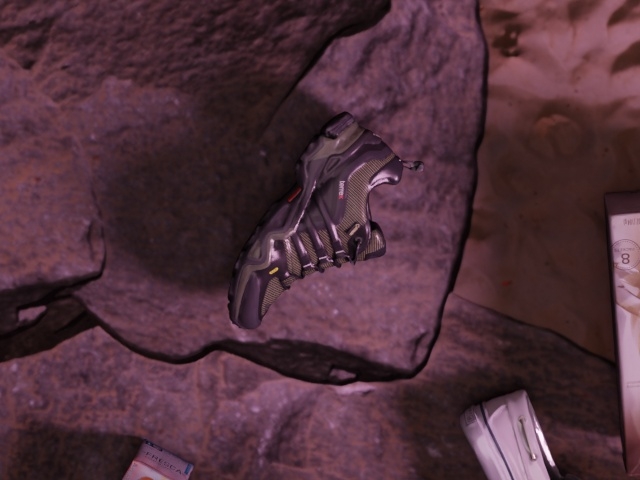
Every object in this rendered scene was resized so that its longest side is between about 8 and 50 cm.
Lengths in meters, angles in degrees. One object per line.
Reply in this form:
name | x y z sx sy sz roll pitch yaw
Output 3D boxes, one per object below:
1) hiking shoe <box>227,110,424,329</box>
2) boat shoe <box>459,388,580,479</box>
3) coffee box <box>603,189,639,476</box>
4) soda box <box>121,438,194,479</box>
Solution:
hiking shoe | 0.000 0.000 1.621 0.114 0.086 0.227 32 104 1
boat shoe | 0.214 0.247 1.661 0.076 0.083 0.226 -28 99 12
coffee box | 0.336 0.080 1.600 0.141 0.098 0.246 -5 103 7
soda box | -0.193 0.289 1.721 0.058 0.063 0.183 30 105 -2
